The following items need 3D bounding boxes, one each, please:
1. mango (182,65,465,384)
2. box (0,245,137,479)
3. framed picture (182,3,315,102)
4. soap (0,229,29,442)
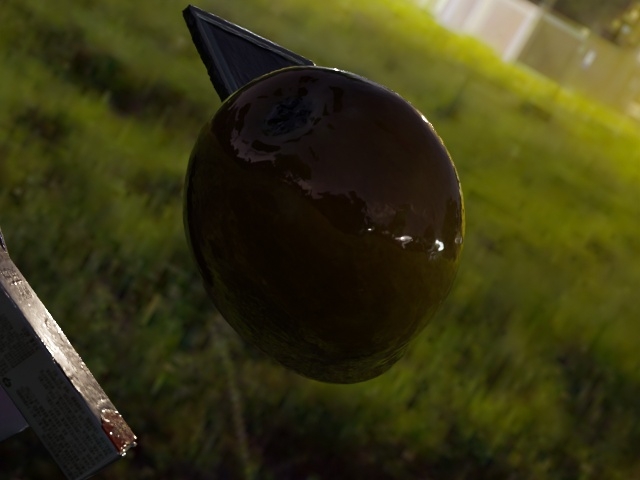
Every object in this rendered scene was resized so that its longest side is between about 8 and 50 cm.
[{"bbox_3d":[0.000,0.000,1.286,0.211,0.173,0.317,35,-24,15],"label":"mango"},{"bbox_3d":[-0.200,0.057,1.154,0.218,0.039,0.055,55,7,0],"label":"box"},{"bbox_3d":[-0.039,-0.136,1.889,0.192,0.018,0.265,20,32,-39],"label":"framed picture"},{"bbox_3d":[-0.390,0.020,1.833,0.107,0.296,0.285,-23,40,-16],"label":"soap"}]
